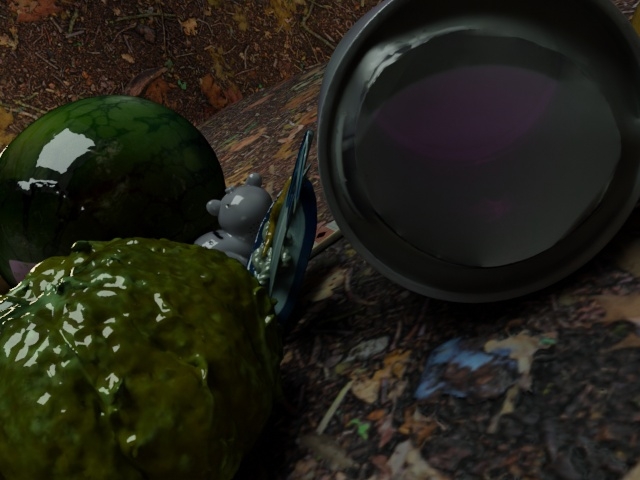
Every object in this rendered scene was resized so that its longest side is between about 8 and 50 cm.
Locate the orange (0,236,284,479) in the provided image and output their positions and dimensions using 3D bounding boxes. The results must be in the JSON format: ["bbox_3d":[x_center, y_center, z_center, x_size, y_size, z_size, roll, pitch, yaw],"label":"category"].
[{"bbox_3d":[-0.170,0.110,0.518,0.300,0.223,0.301,1,36,47],"label":"orange"}]

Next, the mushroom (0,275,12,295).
[{"bbox_3d":[-0.563,0.114,1.100,0.345,0.239,0.345,-16,-2,-1],"label":"mushroom"}]

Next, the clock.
[{"bbox_3d":[-0.122,0.002,0.844,0.176,0.117,0.080,-40,17,-6],"label":"clock"}]

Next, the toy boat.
[{"bbox_3d":[-0.027,-0.009,0.629,0.291,0.067,0.221,121,165,-64],"label":"toy boat"}]

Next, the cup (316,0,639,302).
[{"bbox_3d":[0.119,-0.123,0.614,0.253,0.253,0.371,-28,18,8],"label":"cup"}]

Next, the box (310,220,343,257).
[{"bbox_3d":[0.000,0.000,0.845,0.083,0.012,0.046,-35,19,-10],"label":"box"}]

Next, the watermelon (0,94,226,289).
[{"bbox_3d":[-0.313,-0.050,0.951,0.363,0.363,0.363,-27,20,10],"label":"watermelon"}]

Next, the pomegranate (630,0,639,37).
[{"bbox_3d":[0.320,-0.136,0.478,0.196,0.196,0.196,-27,20,10],"label":"pomegranate"}]
